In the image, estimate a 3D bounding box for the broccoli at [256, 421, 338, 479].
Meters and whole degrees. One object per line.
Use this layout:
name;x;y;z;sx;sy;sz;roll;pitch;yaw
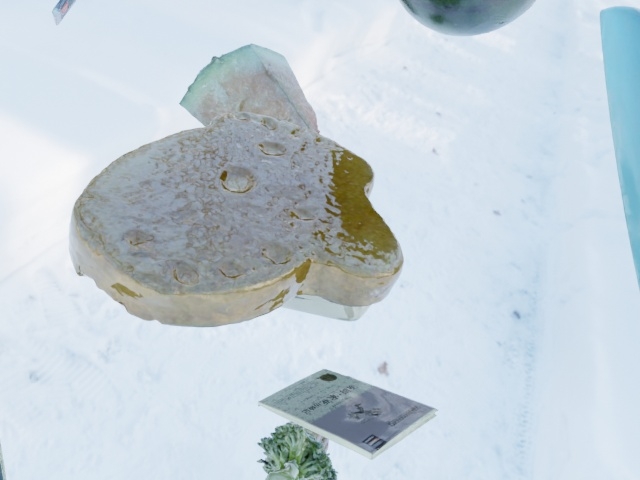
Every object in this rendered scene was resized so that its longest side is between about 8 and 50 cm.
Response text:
broccoli;-0.043;0.339;0.822;0.118;0.204;0.122;-20;78;0

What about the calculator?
calculator;0.345;-0.017;0.527;0.256;0.054;0.386;-1;86;-45

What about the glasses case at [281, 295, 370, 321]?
glasses case;-0.047;0.033;0.843;0.312;0.070;0.131;7;43;39

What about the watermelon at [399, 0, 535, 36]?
watermelon;0.211;-0.414;0.779;0.242;0.242;0.242;16;37;-13

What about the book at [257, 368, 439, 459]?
book;0.029;0.200;0.664;0.181;0.014;0.127;9;14;42

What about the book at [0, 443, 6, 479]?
book;-0.762;0.610;1.114;0.260;0.043;0.371;-12;60;-27

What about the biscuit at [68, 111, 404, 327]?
biscuit;-0.054;-0.023;0.539;0.287;0.057;0.344;24;36;12

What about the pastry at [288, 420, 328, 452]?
pastry;-0.042;0.616;1.629;0.120;0.236;0.257;15;1;22

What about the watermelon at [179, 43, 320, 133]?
watermelon;-0.169;-0.334;1.391;0.302;0.264;0.151;48;33;-19

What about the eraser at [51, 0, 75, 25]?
eraser;-0.523;-0.481;1.135;0.019;0.027;0.099;19;59;-5
